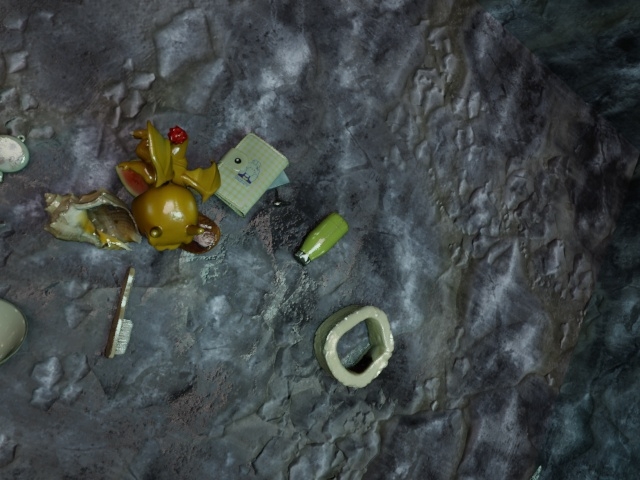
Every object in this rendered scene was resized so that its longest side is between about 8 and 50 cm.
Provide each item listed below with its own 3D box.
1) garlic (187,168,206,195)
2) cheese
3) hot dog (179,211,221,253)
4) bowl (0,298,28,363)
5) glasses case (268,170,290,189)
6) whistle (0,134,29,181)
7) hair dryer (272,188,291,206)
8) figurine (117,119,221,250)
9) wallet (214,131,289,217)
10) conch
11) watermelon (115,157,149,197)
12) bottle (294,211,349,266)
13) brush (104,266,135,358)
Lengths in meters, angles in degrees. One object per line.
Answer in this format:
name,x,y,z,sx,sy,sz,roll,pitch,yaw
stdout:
garlic,-0.463,-0.240,1.651,0.152,0.066,0.084,-41,128,-17
cheese,0.149,0.434,1.777,0.332,0.153,0.292,-38,99,-18
hot dog,-0.493,-0.044,1.598,0.227,0.099,0.160,40,74,-11
bowl,-1.096,0.329,1.279,0.337,0.337,0.157,15,120,-19
glasses case,-0.268,-0.227,1.732,0.266,0.056,0.105,-21,69,-21
whistle,-1.083,-0.253,1.413,0.126,0.067,0.258,40,78,-26
hair dryer,-0.167,-0.181,1.775,0.079,0.031,0.083,-6,80,-32
figurine,-0.509,-0.178,1.388,0.268,0.401,0.386,-8,80,5
wallet,-0.291,-0.267,1.663,0.223,0.077,0.309,40,63,-6
conch,-0.763,-0.085,1.445,0.324,0.263,0.186,27,48,-52
watermelon,-0.635,-0.245,1.570,0.193,0.137,0.145,47,37,-10
bottle,0.000,0.000,1.776,0.260,0.112,0.112,-45,101,-18
brush,-0.701,0.259,1.519,0.065,0.070,0.327,16,78,-37
